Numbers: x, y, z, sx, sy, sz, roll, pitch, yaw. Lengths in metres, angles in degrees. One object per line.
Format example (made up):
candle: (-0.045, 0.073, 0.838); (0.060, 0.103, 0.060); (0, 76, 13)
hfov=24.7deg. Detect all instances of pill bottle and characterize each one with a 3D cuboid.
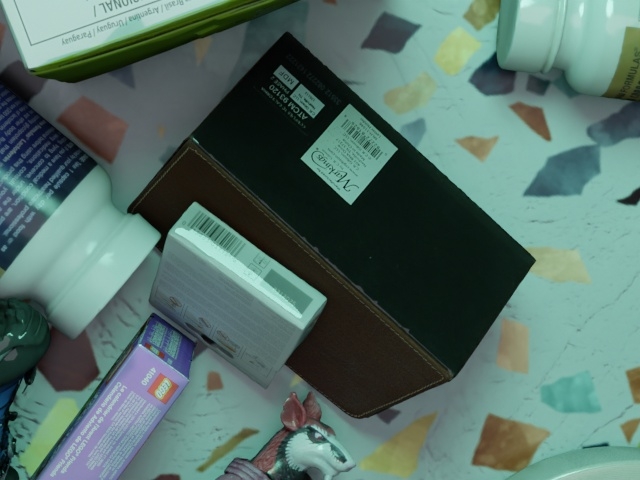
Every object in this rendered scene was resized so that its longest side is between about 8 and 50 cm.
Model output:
pill bottle: (0.282, -0.192, 1.327); (0.229, 0.131, 0.131); (7, 94, -4)
pill bottle: (-0.281, -0.041, 1.296); (0.265, 0.153, 0.153); (40, 92, -5)

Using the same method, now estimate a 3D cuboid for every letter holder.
letter holder: (0.000, 0.000, 1.333); (0.302, 0.214, 0.152); (42, 60, -6)

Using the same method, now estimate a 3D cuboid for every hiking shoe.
hiking shoe: (-0.311, 0.164, 1.308); (0.132, 0.113, 0.304); (35, 125, -19)

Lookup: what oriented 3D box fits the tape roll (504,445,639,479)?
tape roll: (0.284, 0.392, 1.409); (0.392, 0.072, 0.392); (0, 96, -4)

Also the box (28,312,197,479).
box: (-0.219, 0.207, 1.297); (0.057, 0.201, 0.293); (36, 91, -6)

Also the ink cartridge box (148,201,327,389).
ink cartridge box: (-0.078, 0.054, 1.310); (0.145, 0.179, 0.045); (36, 67, 3)

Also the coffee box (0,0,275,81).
coffee box: (-0.120, -0.337, 1.187); (0.338, 0.337, 0.334); (-20, 97, -2)

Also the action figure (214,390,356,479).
action figure: (-0.052, 0.320, 1.358); (0.248, 0.276, 0.370); (21, 74, -37)
